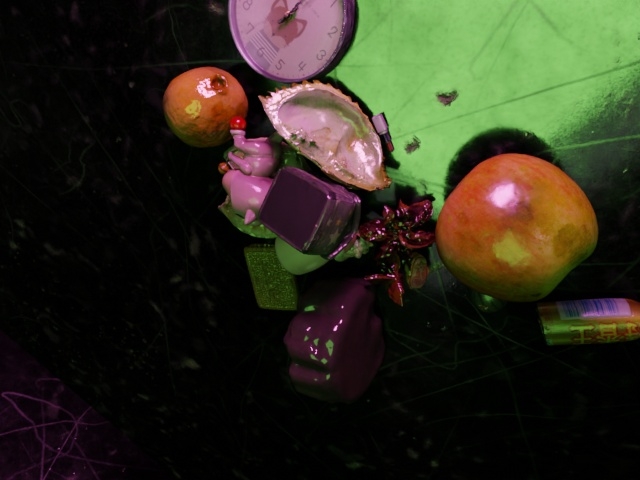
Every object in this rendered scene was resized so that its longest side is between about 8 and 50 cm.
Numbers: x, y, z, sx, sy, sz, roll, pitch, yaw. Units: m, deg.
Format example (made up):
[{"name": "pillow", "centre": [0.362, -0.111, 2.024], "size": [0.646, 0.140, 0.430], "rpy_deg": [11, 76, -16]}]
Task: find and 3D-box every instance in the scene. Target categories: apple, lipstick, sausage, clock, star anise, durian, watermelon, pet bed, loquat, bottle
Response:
[{"name": "apple", "centre": [0.444, -0.025, 0.968], "size": [0.340, 0.339, 0.339], "rpy_deg": [8, 118, 16]}, {"name": "lipstick", "centre": [0.170, -0.282, 1.112], "size": [0.025, 0.025, 0.107], "rpy_deg": [-16, 115, 27]}, {"name": "sausage", "centre": [0.743, 0.214, 1.101], "size": [0.318, 0.117, 0.125], "rpy_deg": [-7, 146, 22]}, {"name": "clock", "centre": [-0.078, -0.556, 1.041], "size": [0.325, 0.067, 0.325], "rpy_deg": [8, 118, 17]}, {"name": "star anise", "centre": [0.192, 0.124, 1.257], "size": [0.140, 0.158, 0.144], "rpy_deg": [46, 146, -5]}, {"name": "durian", "centre": [0.035, -0.268, 1.067], "size": [0.394, 0.198, 0.163], "rpy_deg": [42, 120, -6]}, {"name": "watermelon", "centre": [0.460, 0.139, 1.165], "size": [0.105, 0.105, 0.133], "rpy_deg": [-33, 121, 30]}, {"name": "star anise", "centre": [0.221, -0.024, 1.148], "size": [0.220, 0.126, 0.190], "rpy_deg": [-37, 103, 16]}, {"name": "pet bed", "centre": [-0.020, -0.072, 1.051], "size": [0.211, 0.159, 0.183], "rpy_deg": [33, 103, 37]}, {"name": "loquat", "centre": [-0.308, -0.354, 1.132], "size": [0.238, 0.238, 0.193], "rpy_deg": [-27, 98, 29]}, {"name": "bottle", "centre": [0.000, 0.000, 1.178], "size": [0.237, 0.147, 0.147], "rpy_deg": [-22, 106, 36]}]

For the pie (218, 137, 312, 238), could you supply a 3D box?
[{"name": "pie", "centre": [-0.158, -0.146, 1.271], "size": [0.338, 0.075, 0.337], "rpy_deg": [6, 117, 11]}]

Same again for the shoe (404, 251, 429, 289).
[{"name": "shoe", "centre": [0.284, 0.087, 1.232], "size": [0.072, 0.069, 0.109], "rpy_deg": [-15, 120, 0]}]

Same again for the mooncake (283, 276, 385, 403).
[{"name": "mooncake", "centre": [0.046, 0.304, 1.282], "size": [0.212, 0.351, 0.380], "rpy_deg": [6, 108, 27]}]

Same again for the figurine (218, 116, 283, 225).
[{"name": "figurine", "centre": [-0.179, -0.186, 1.145], "size": [0.186, 0.176, 0.287], "rpy_deg": [14, 110, 25]}]

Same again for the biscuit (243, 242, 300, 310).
[{"name": "biscuit", "centre": [-0.163, 0.128, 1.434], "size": [0.172, 0.029, 0.254], "rpy_deg": [0, 115, 21]}]

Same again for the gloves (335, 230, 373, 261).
[{"name": "gloves", "centre": [0.088, 0.010, 1.252], "size": [0.110, 0.094, 0.144], "rpy_deg": [42, 130, 10]}]
